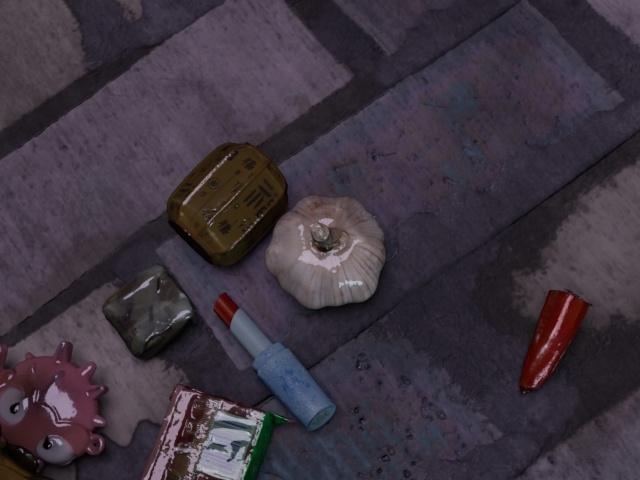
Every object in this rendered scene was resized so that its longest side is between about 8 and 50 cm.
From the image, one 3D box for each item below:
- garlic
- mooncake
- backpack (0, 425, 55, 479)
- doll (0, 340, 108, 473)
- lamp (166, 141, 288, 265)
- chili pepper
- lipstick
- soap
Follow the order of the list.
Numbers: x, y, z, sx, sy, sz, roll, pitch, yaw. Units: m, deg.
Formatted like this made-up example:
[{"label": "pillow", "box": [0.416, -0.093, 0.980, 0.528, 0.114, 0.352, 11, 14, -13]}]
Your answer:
[{"label": "garlic", "box": [0.000, 0.000, 1.895, 0.199, 0.226, 0.199, -2, 72, 7]}, {"label": "mooncake", "box": [-0.277, 0.117, 1.965, 0.130, 0.073, 0.125, -34, 64, -9]}, {"label": "backpack", "box": [-0.503, 0.358, 1.723, 0.201, 0.353, 0.378, -48, 109, -14]}, {"label": "doll", "box": [-0.443, 0.260, 1.917, 0.262, 0.093, 0.211, 41, 86, 18]}, {"label": "lamp", "box": [-0.150, -0.061, 1.982, 0.161, 0.161, 0.185, 40, 78, 21]}, {"label": "chili pepper", "box": [0.349, 0.161, 1.866, 0.065, 0.088, 0.169, 28, 82, -1]}, {"label": "lipstick", "box": [-0.083, 0.185, 1.916, 0.068, 0.061, 0.274, -39, 64, -10]}, {"label": "soap", "box": [-0.180, 0.362, 1.834, 0.218, 0.098, 0.273, 14, 70, 14]}]
